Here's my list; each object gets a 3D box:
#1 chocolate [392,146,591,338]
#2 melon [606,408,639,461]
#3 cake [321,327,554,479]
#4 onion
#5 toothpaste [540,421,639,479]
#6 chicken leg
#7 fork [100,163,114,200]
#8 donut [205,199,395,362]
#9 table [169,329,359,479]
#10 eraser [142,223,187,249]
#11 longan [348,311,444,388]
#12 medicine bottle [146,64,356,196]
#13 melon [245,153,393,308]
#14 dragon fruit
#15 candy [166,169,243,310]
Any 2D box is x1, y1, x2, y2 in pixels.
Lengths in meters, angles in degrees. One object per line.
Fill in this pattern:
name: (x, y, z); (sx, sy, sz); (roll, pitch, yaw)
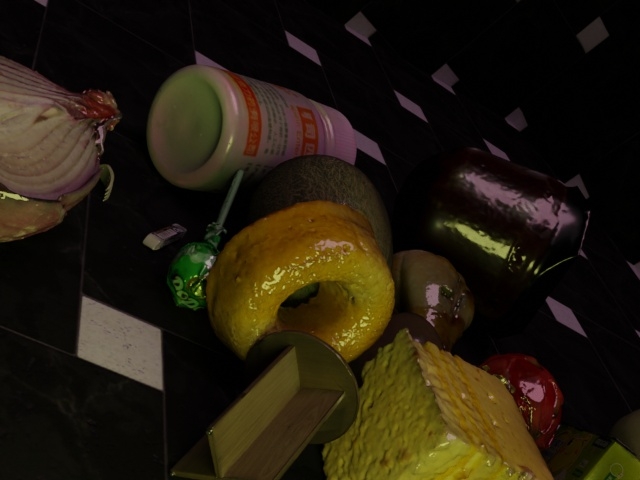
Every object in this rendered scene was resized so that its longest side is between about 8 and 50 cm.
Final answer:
chocolate: (0.326, -0.032, 1.969); (0.331, 0.384, 0.384); (29, 24, -11)
melon: (0.640, 0.444, 1.698); (0.272, 0.272, 0.308); (24, 34, -33)
cake: (0.176, 0.302, 1.271); (0.286, 0.222, 0.227); (28, 27, -28)
onion: (-0.409, -0.117, 1.217); (0.267, 0.159, 0.348); (56, 26, 8)
toothpaste: (0.428, 0.373, 1.507); (0.077, 0.110, 0.327); (40, -5, 4)
chicken leg: (0.186, 0.164, 1.678); (0.201, 0.153, 0.429); (21, 34, -12)
fork: (-0.372, -0.142, 1.493); (0.028, 0.034, 0.219); (-11, 48, -29)
donut: (-0.018, 0.084, 1.304); (0.277, 0.277, 0.108); (24, 16, -34)
table: (-0.070, 0.233, 1.134); (0.167, 0.167, 0.226); (42, 32, 5)
eraser: (-0.243, -0.006, 1.450); (0.027, 0.019, 0.099); (29, 20, 12)
longan: (0.111, 0.197, 1.439); (0.189, 0.189, 0.189); (33, 24, -17)
medicine bottle: (-0.117, -0.185, 1.722); (0.388, 0.219, 0.219); (6, 40, -55)
melon: (0.000, 0.000, 1.533); (0.248, 0.248, 0.329); (25, 30, -33)
dragon fruit: (0.339, 0.286, 1.624); (0.172, 0.172, 0.209); (28, 15, -27)
candy: (-0.162, -0.017, 1.431); (0.097, 0.097, 0.323); (34, 36, -15)
